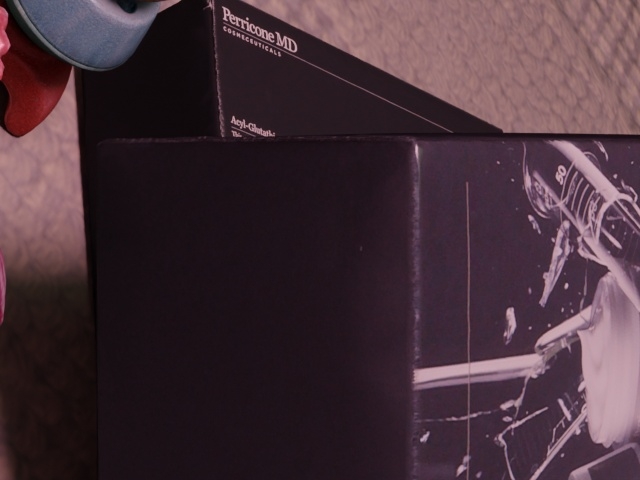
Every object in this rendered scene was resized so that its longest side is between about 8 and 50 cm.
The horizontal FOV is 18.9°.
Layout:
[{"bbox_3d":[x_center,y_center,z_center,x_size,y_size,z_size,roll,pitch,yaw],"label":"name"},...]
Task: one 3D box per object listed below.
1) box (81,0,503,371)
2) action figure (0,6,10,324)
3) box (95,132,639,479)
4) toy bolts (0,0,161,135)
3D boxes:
[{"bbox_3d":[0.000,0.000,1.034,0.261,0.103,0.184,21,58,-47],"label":"box"},{"bbox_3d":[-0.172,0.076,0.564,0.275,0.248,0.370,36,62,-12],"label":"action figure"},{"bbox_3d":[0.070,0.123,0.868,0.312,0.179,0.343,-4,94,-48],"label":"box"},{"bbox_3d":[-0.127,-0.191,0.921,0.218,0.158,0.229,33,46,-40],"label":"toy bolts"}]
